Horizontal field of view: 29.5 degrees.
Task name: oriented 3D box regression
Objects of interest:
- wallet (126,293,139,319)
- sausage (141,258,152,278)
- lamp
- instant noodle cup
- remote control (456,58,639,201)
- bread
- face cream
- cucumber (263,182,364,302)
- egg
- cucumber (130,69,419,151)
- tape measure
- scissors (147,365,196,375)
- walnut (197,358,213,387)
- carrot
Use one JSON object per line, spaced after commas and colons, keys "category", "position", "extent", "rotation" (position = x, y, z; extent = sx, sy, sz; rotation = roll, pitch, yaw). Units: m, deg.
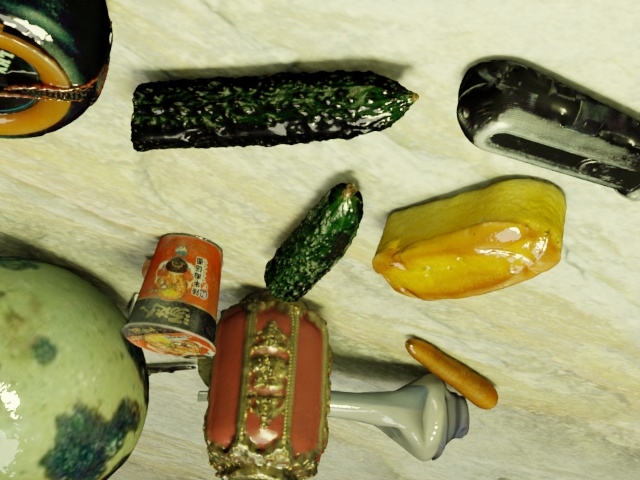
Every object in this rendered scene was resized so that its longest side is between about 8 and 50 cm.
{"category": "wallet", "position": [-0.262, 0.113, 1.854], "extent": [0.061, 0.025, 0.122], "rotation": [21, 157, -6]}
{"category": "sausage", "position": [-0.206, 0.051, 1.664], "extent": [0.083, 0.034, 0.034], "rotation": [25, 154, -31]}
{"category": "lamp", "position": [-0.070, 0.207, 1.659], "extent": [0.177, 0.274, 0.177], "rotation": [2, 152, 1]}
{"category": "instant noodle cup", "position": [-0.180, 0.069, 1.560], "extent": [0.127, 0.136, 0.127], "rotation": [10, 158, 4]}
{"category": "remote control", "position": [0.239, -0.081, 1.090], "extent": [0.265, 0.066, 0.090], "rotation": [20, 160, -21]}
{"category": "bread", "position": [0.156, 0.002, 1.304], "extent": [0.102, 0.094, 0.245], "rotation": [32, 151, -31]}
{"category": "face cream", "position": [0.020, 0.260, 1.871], "extent": [0.420, 0.137, 0.235], "rotation": [5, 171, -5]}
{"category": "cucumber", "position": [0.000, 0.000, 1.405], "extent": [0.067, 0.068, 0.293], "rotation": [16, 155, -12]}
{"category": "egg", "position": [-0.426, 0.195, 1.716], "extent": [0.345, 0.345, 0.428], "rotation": [2, 144, 20]}
{"category": "cucumber", "position": [-0.046, -0.119, 1.129], "extent": [0.300, 0.072, 0.072], "rotation": [0, 156, 24]}
{"category": "tape measure", "position": [-0.287, -0.179, 1.027], "extent": [0.222, 0.135, 0.202], "rotation": [17, 147, -21]}
{"category": "scissors", "position": [-0.340, 0.238, 2.189], "extent": [0.317, 0.024, 0.160], "rotation": [-9, 150, 40]}
{"category": "walnut", "position": [-0.155, 0.204, 1.950], "extent": [0.092, 0.092, 0.092], "rotation": [10, 158, 4]}
{"category": "carrot", "position": [0.198, 0.199, 1.821], "extent": [0.043, 0.043, 0.248], "rotation": [-7, 150, 38]}
